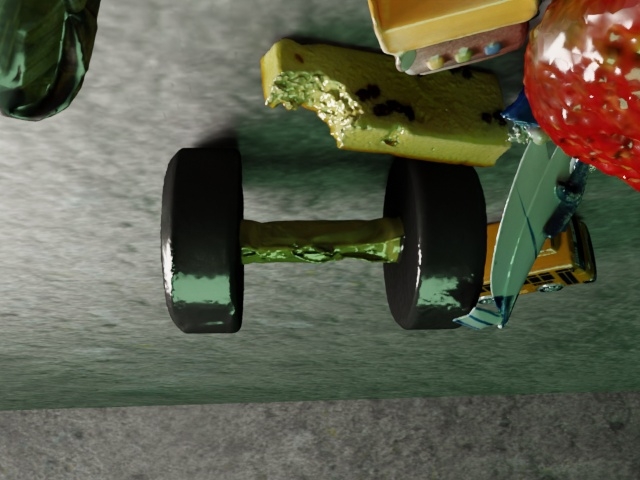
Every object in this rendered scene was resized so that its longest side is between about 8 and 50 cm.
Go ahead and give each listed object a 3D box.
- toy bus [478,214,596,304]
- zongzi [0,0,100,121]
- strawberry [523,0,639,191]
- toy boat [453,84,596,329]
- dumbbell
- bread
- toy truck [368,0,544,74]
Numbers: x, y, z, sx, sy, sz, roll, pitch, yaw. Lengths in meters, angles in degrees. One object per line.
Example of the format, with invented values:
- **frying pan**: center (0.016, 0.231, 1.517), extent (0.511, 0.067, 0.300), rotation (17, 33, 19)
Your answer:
- **toy bus**: center (0.279, 0.023, 0.943), extent (0.201, 0.098, 0.114), rotation (-15, 154, 30)
- **zongzi**: center (-0.220, -0.230, 0.286), extent (0.289, 0.154, 0.317), rotation (15, 132, -27)
- **strawberry**: center (0.255, -0.125, 0.388), extent (0.276, 0.257, 0.257), rotation (-10, 160, -19)
- **toy boat**: center (0.219, -0.048, 0.620), extent (0.210, 0.070, 0.292), rotation (-26, 134, -33)
- **dumbbell**: center (0.000, 0.000, 0.724), extent (0.322, 0.204, 0.204), rotation (0, 157, -5)
- **bread**: center (0.061, -0.123, 0.590), extent (0.226, 0.088, 0.049), rotation (4, 158, -18)
- **toy truck**: center (0.057, -0.200, 0.343), extent (0.114, 0.135, 0.270), rotation (-10, 156, 15)
